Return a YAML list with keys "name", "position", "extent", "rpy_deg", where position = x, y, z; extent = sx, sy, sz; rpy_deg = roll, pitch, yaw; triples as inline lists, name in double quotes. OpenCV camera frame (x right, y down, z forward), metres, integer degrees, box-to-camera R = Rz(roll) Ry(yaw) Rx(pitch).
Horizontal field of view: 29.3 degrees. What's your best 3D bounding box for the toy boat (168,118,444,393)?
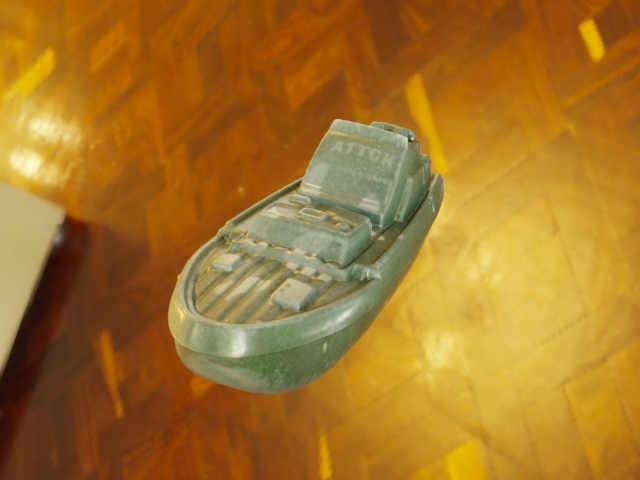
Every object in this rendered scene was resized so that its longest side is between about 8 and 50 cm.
- name: "toy boat"
  position: [0.000, 0.000, 0.543]
  extent: [0.078, 0.260, 0.085]
  rpy_deg: [15, 111, 14]
